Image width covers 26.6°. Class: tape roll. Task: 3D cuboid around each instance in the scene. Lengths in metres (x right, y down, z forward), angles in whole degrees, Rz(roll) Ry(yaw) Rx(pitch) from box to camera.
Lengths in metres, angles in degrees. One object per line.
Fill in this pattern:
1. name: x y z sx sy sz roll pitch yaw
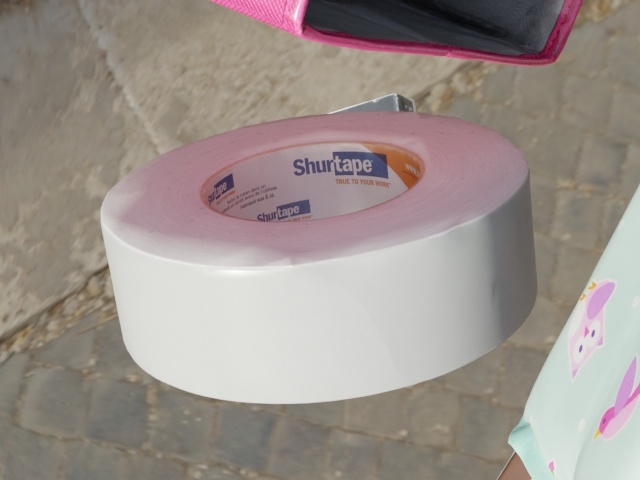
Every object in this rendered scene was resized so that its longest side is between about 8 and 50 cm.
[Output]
1. tape roll: 0.000 0.000 0.702 0.219 0.219 0.072 -15 114 -16

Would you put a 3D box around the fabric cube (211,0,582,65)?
1. fabric cube: -0.009 -0.242 0.639 0.258 0.259 0.254 24 105 29

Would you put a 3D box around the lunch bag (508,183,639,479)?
1. lunch bag: 0.243 0.056 0.528 0.262 0.160 0.223 21 104 -11

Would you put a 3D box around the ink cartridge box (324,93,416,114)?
1. ink cartridge box: -0.002 -0.006 1.194 0.045 0.208 0.206 17 62 -55

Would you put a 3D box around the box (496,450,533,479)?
1. box: 0.244 0.394 1.373 0.191 0.143 0.381 -52 141 -22
